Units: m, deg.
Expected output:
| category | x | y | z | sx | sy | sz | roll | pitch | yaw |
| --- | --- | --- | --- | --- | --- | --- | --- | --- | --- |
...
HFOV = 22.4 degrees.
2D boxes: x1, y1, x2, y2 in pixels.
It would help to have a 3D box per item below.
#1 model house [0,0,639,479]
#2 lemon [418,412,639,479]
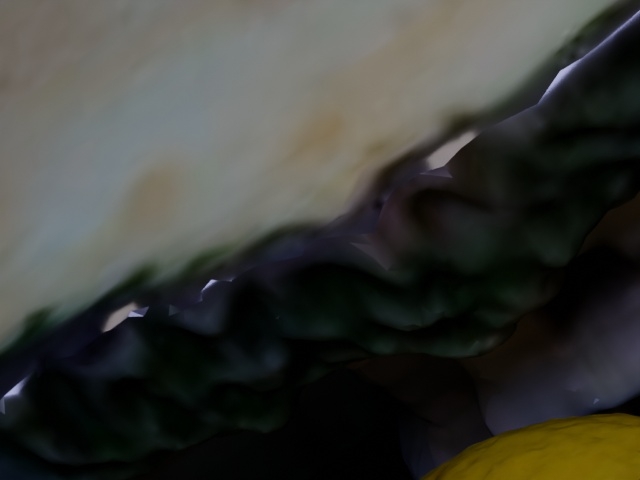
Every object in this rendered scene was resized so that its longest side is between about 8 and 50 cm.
| category | x | y | z | sx | sy | sz | roll | pitch | yaw |
| --- | --- | --- | --- | --- | --- | --- | --- | --- | --- |
| model house | 0.000 | 0.000 | 0.726 | 0.445 | 0.400 | 0.395 | -34 | 47 | 11 |
| lemon | 0.094 | 0.169 | 0.503 | 0.228 | 0.228 | 0.253 | -12 | -16 | -6 |
